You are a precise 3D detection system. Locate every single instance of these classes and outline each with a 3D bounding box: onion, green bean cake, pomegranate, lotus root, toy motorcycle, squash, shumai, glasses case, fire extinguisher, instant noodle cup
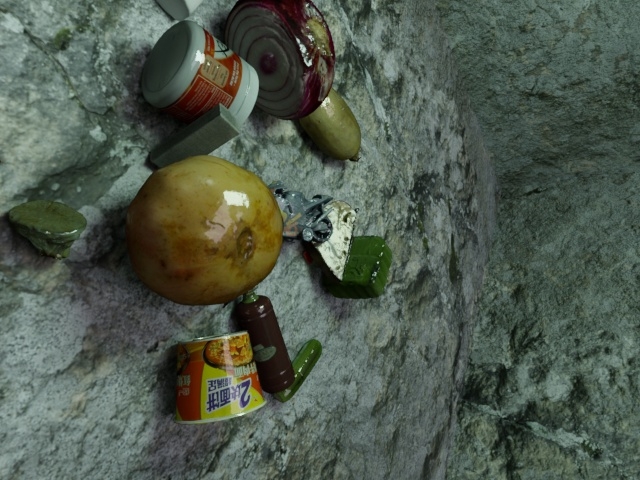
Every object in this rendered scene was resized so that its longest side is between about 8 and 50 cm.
[{"bbox_3d":[-0.091,-0.514,1.210,0.337,0.282,0.260,57,42,-13],"label":"onion"},{"bbox_3d":[0.125,0.092,1.464,0.113,0.214,0.200,46,52,-45],"label":"green bean cake"},{"bbox_3d":[-0.255,-0.026,0.942,0.338,0.338,0.338,7,81,-52],"label":"pomegranate"},{"bbox_3d":[0.049,-0.376,1.461,0.342,0.151,0.169,43,55,-38],"label":"lotus root"},{"bbox_3d":[-0.083,-0.082,1.279,0.307,0.108,0.173,5,84,-38],"label":"toy motorcycle"},{"bbox_3d":[0.030,-0.011,1.414,0.170,0.074,0.261,25,66,-12],"label":"lotus root"},{"bbox_3d":[-0.063,0.387,1.315,0.229,0.066,0.066,-48,123,-43],"label":"squash"},{"bbox_3d":[-0.494,-0.014,0.794,0.099,0.123,0.087,-63,176,-60],"label":"shumai"},{"bbox_3d":[-0.281,-0.223,0.979,0.071,0.205,0.047,41,27,-48],"label":"glasses case"},{"bbox_3d":[-0.171,0.242,1.157,0.138,0.102,0.344,-33,112,-47],"label":"fire extinguisher"},{"bbox_3d":[-0.237,0.303,1.000,0.213,0.213,0.174,3,75,-52],"label":"instant noodle cup"}]

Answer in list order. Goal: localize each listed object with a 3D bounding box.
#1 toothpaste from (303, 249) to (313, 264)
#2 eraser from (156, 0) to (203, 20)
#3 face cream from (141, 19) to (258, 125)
[{"bbox_3d":[0.000,0.000,1.463,0.190,0.031,0.048,-54,130,-37],"label":"toothpaste"},{"bbox_3d":[-0.321,-0.689,1.061,0.174,0.094,0.270,54,49,-41],"label":"eraser"},{"bbox_3d":[-0.275,-0.363,1.000,0.187,0.201,0.201,23,69,-49],"label":"face cream"}]
